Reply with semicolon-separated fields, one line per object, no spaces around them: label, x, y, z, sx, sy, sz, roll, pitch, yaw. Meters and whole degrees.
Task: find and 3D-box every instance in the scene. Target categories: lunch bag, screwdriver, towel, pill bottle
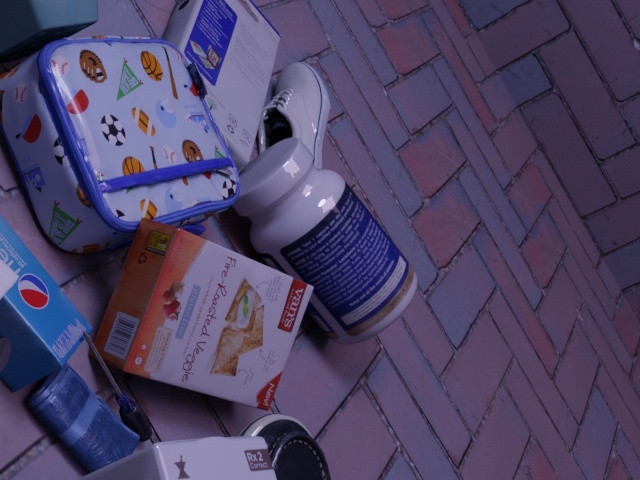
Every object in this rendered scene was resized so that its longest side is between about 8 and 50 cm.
lunch bag;-0.215;-0.108;1.253;0.303;0.115;0.243;-20;85;-62
screwdriver;-0.203;0.142;1.076;0.024;0.025;0.170;-45;135;-26
towel;-0.228;0.176;1.059;0.119;0.029;0.067;53;29;-17
pill bottle;0.000;0.000;1.475;0.264;0.153;0.153;51;29;-21

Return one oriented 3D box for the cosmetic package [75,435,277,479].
cosmetic package;-0.139;0.271;0.954;0.151;0.184;0.151;10;57;-56

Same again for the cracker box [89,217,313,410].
cracker box;-0.122;0.086;1.197;0.232;0.067;0.155;25;83;-50

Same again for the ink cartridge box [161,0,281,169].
ink cartridge box;-0.146;-0.248;1.548;0.165;0.065;0.332;47;32;-27

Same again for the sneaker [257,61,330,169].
sneaker;-0.044;-0.181;1.629;0.091;0.094;0.258;42;34;-42

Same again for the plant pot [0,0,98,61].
plant pot;-0.349;-0.317;1.169;0.165;0.166;0.234;-34;103;-63

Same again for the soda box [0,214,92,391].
soda box;-0.308;0.032;1.004;0.210;0.071;0.067;55;29;-15

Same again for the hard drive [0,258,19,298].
hard drive;-0.420;-0.018;0.800;0.353;0.047;0.233;47;42;-15

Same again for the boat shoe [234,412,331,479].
boat shoe;-0.001;0.405;1.066;0.187;0.156;0.500;27;48;-44
